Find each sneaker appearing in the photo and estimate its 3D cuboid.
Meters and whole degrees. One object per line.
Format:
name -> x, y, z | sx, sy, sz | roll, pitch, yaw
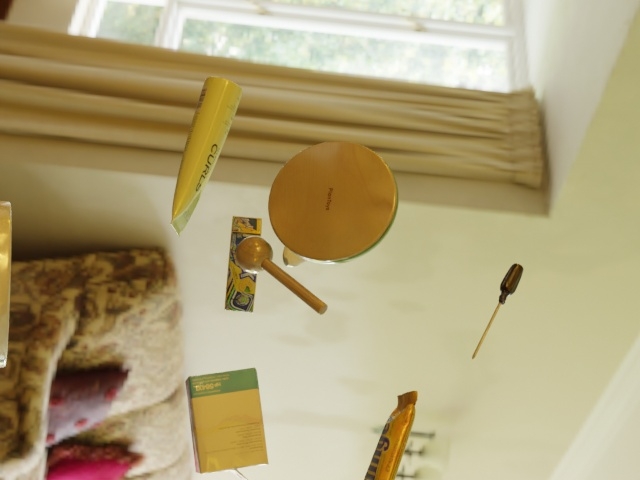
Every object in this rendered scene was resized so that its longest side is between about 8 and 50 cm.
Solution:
sneaker -> 0.000, 0.000, 1.655 | 0.152, 0.061, 0.054 | -34, 125, -32

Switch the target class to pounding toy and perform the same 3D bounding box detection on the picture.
pounding toy -> 0.012, -0.016, 1.393 | 0.237, 0.183, 0.110 | -54, 156, -11

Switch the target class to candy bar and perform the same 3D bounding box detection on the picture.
candy bar -> 0.045, 0.195, 0.789 | 0.162, 0.018, 0.040 | -66, -168, -25

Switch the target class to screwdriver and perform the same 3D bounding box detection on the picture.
screwdriver -> 0.257, 0.102, 1.420 | 0.170, 0.025, 0.024 | -62, 140, -29

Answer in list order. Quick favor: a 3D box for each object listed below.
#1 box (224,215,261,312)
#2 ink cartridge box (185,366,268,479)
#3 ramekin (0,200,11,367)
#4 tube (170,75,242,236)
box -> -0.138, 0.043, 1.748 | 0.059, 0.054, 0.169 | -94, -170, -58
ink cartridge box -> -0.123, 0.245, 1.286 | 0.092, 0.089, 0.143 | 131, -48, -74
ramekin -> -0.438, 0.052, 1.201 | 0.207, 0.109, 0.207 | -178, -90, -71
tube -> -0.179, -0.125, 1.472 | 0.070, 0.062, 0.240 | 30, 73, -44
